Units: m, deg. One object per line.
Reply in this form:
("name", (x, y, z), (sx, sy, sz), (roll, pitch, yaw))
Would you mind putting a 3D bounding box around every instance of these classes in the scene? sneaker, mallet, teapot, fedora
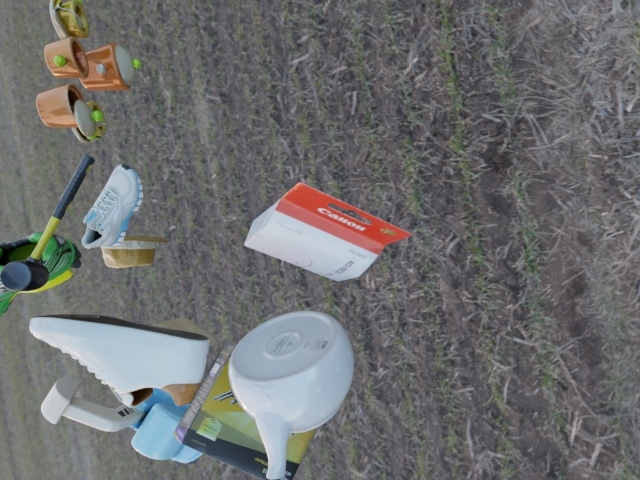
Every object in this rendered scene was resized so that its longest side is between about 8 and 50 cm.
("sneaker", (-0.694, 0.077, 0.998), (0.134, 0.343, 0.146), (53, 164, 14))
("mallet", (-0.336, -0.022, 0.600), (0.190, 0.039, 0.062), (-64, 8, 0))
("sneaker", (-0.401, -0.056, 0.910), (0.071, 0.083, 0.191), (34, 115, 14))
("teapot", (-0.040, 0.266, 0.918), (0.252, 0.256, 0.187), (34, 145, 61))
("sneaker", (-0.314, 0.180, 0.717), (0.290, 0.106, 0.123), (9, 86, 14))
("fedora", (-0.478, 0.028, 1.201), (0.194, 0.194, 0.079), (0, 89, 46))

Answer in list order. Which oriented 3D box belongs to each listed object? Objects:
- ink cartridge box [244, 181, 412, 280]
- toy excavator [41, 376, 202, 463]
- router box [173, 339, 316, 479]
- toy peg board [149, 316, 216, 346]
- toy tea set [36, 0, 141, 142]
("ink cartridge box", (0.000, 0.000, 0.752), (0.232, 0.189, 0.066), (-17, 52, 68))
("toy excavator", (-0.551, 0.540, 1.487), (0.433, 0.445, 0.222), (33, 91, 9))
("router box", (-0.154, 0.420, 1.162), (0.081, 0.309, 0.243), (-4, 54, 59))
("toy peg board", (-0.455, 0.335, 1.558), (0.161, 0.160, 0.079), (28, 108, 26))
("toy tea set", (-0.428, -0.312, 0.924), (0.200, 0.124, 0.336), (84, 175, -60))
